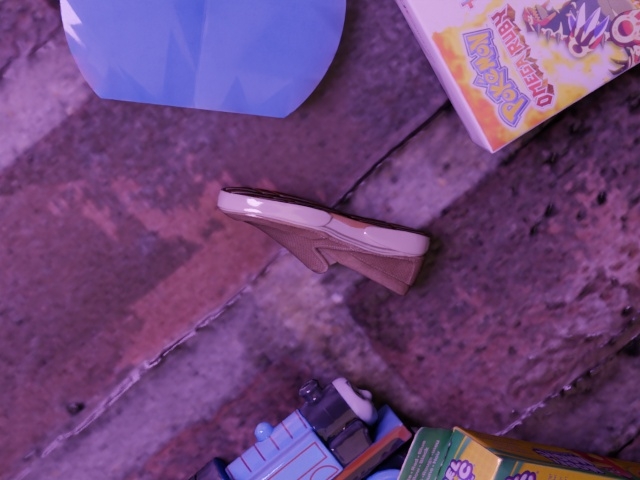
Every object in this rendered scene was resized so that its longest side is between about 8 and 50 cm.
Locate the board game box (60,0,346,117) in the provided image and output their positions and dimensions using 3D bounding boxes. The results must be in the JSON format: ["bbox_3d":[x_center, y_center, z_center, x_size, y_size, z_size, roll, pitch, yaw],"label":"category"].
[{"bbox_3d":[-0.070,-0.144,1.017,0.169,0.033,0.133,5,97,-18],"label":"board game box"}]

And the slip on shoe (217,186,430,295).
[{"bbox_3d":[0.000,0.000,1.055,0.135,0.051,0.041,14,97,-22],"label":"slip on shoe"}]

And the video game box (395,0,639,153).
[{"bbox_3d":[0.128,-0.186,1.040,0.187,0.048,0.205,-31,107,-1],"label":"video game box"}]

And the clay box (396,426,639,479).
[{"bbox_3d":[0.130,0.192,1.083,0.222,0.053,0.127,14,100,-39],"label":"clay box"}]

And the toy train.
[{"bbox_3d":[-0.017,0.162,1.075,0.184,0.080,0.105,-39,101,-1],"label":"toy train"}]
